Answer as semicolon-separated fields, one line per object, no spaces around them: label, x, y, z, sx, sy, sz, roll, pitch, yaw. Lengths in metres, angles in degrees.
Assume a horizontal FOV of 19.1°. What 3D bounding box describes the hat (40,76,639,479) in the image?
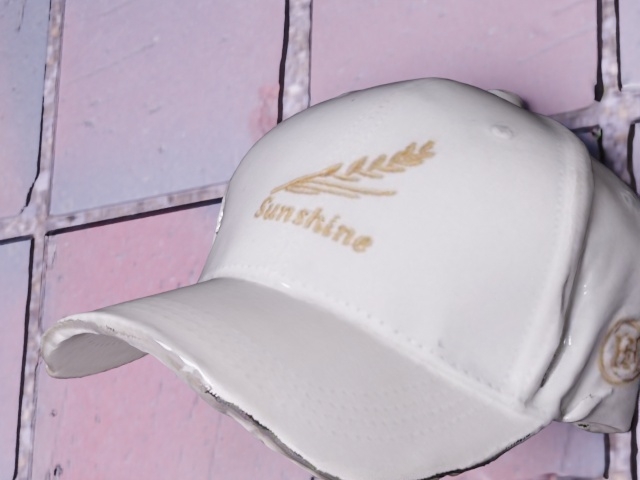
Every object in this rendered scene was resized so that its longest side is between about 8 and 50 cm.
hat;0.002;0.006;0.936;0.258;0.301;0.168;12;104;36
